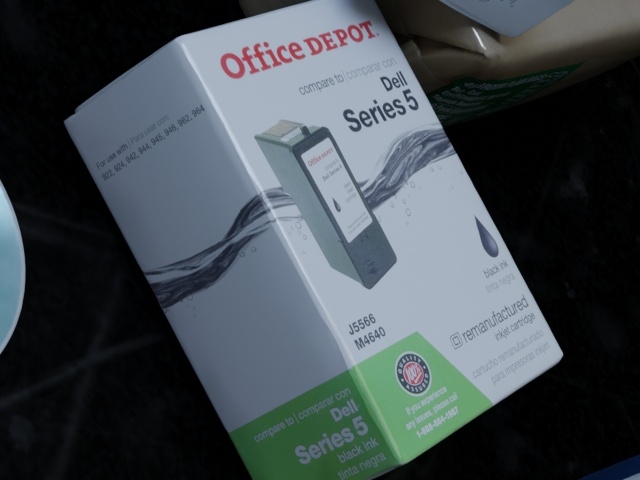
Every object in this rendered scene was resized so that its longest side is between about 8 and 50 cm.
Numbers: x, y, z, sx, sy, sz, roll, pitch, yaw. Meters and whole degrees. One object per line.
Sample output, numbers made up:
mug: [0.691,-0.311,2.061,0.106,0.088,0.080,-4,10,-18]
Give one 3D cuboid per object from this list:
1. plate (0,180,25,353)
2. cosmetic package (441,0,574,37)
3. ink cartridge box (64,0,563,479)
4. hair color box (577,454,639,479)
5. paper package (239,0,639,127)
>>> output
plate: [-0.233,-0.004,0.902,0.188,0.024,0.188,27,48,-35]
cosmetic package: [0.101,-0.257,1.114,0.117,0.085,0.231,25,49,-37]
ink cartridge box: [0.000,0.000,1.080,0.198,0.114,0.273,-25,86,-51]
hair color box: [0.264,0.326,1.170,0.347,0.105,0.174,57,39,-3]
paper package: [0.084,-0.242,1.286,0.325,0.168,0.310,-17,80,-52]
